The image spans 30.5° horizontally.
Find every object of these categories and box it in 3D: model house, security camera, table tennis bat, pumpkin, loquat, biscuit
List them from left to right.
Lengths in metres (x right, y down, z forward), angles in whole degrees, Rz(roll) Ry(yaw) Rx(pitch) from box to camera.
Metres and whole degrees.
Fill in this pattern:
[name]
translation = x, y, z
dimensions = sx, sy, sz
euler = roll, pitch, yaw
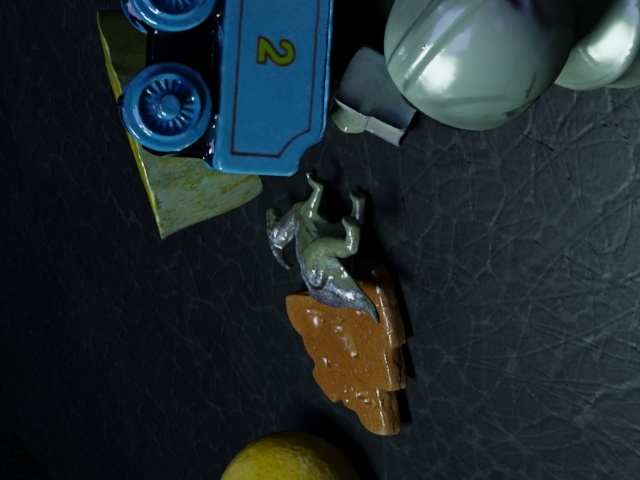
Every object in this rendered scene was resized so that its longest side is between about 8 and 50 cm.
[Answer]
[pumpkin]
translation = -0.187, -0.188, 1.666
dimensions = 0.332, 0.199, 0.332
euler = 161, 90, -84
[loquat]
translation = -0.041, 0.443, 1.901
dimensions = 0.275, 0.275, 0.275
euler = 38, 140, 40
[table tennis bat]
translation = -0.002, -0.348, 1.483
dimensions = 0.138, 0.022, 0.247
euler = 35, 140, 43
[biscuit]
translation = 0.054, 0.133, 1.717
dimensions = 0.284, 0.043, 0.306
euler = 54, 146, 26
[model house]
translation = 0.074, -0.171, 1.438
dimensions = 0.100, 0.088, 0.100
euler = 27, 168, 5
[security camera]
translation = 0.183, -0.198, 1.025
dimensions = 0.197, 0.277, 0.191
euler = 59, 149, 11

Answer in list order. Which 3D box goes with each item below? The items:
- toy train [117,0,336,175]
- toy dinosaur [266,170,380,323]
[toy train]
translation = -0.113, -0.234, 1.426
dimensions = 0.188, 0.265, 0.300
euler = -156, 69, -77
[toy dinosaur]
translation = 0.006, -0.001, 1.632
dimensions = 0.294, 0.077, 0.162
euler = -128, 45, -56
